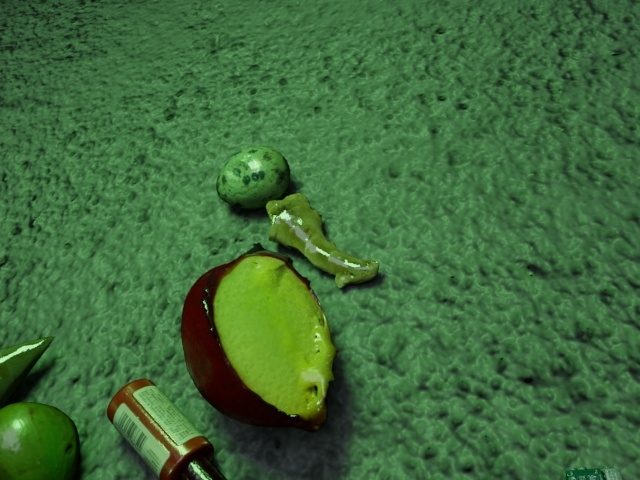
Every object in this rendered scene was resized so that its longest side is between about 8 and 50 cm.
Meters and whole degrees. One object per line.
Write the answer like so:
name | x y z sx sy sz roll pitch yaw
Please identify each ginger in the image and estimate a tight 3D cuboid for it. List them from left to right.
ginger | 0.000 0.000 1.187 0.295 0.086 0.131 34 62 21

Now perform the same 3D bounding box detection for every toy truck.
toy truck | 0.427 0.373 0.859 0.083 0.044 0.039 -8 60 9

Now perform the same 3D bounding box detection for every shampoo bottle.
shampoo bottle | -0.268 0.373 0.995 0.278 0.104 0.104 34 71 30

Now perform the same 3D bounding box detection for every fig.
fig | -0.536 0.395 1.010 0.181 0.181 0.191 -37 64 -11

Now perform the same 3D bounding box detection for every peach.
peach | -0.117 0.206 1.015 0.258 0.201 0.361 -11 62 -41

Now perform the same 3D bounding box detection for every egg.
egg | -0.158 -0.144 1.277 0.182 0.141 0.141 -21 55 14

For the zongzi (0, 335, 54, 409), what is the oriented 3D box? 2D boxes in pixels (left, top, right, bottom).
zongzi | -0.690 0.373 1.082 0.361 0.160 0.322 -19 61 -6
